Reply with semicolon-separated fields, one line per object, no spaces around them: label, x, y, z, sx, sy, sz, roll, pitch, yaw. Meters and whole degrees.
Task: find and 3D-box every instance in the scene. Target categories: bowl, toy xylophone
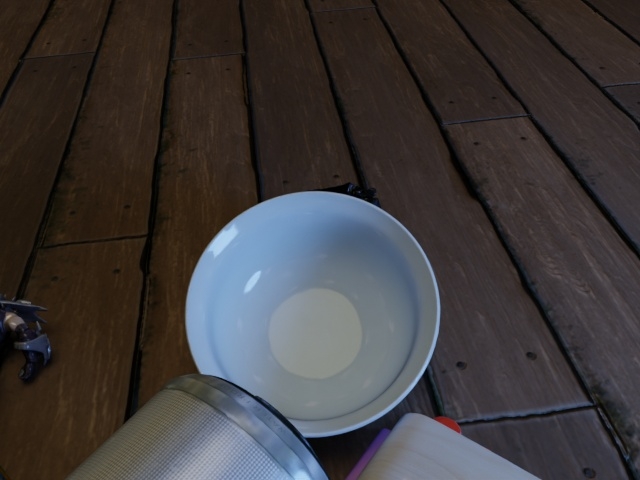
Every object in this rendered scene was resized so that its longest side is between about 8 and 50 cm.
bowl;-0.007;0.098;0.762;0.298;0.134;0.297;-1;64;3
toy xylophone;0.148;0.303;0.591;0.323;0.081;0.236;32;52;33

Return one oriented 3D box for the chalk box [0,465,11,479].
chalk box;-0.419;0.302;0.590;0.213;0.132;0.132;-4;42;-3

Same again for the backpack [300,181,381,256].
backpack;0.000;0.000;0.904;0.182;0.152;0.115;1;43;16

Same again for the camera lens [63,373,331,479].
camera lens;-0.133;0.273;0.539;0.219;0.219;0.274;24;49;28

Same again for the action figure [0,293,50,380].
action figure;-0.457;0.165;0.781;0.185;0.099;0.285;-9;37;4
